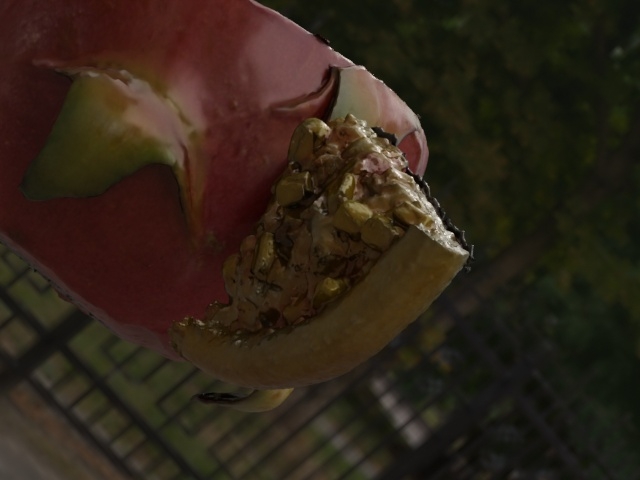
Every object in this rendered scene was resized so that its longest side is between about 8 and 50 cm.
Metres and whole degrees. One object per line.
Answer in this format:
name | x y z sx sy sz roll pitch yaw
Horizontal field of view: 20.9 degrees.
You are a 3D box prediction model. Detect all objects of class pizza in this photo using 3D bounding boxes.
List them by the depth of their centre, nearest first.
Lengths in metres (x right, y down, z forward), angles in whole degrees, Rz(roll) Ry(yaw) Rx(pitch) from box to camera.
pizza | 0.000 0.000 0.729 0.041 0.131 0.178 27 -20 -32

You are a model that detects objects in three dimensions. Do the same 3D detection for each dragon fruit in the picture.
dragon fruit | -0.099 -0.037 0.981 0.290 0.189 0.290 29 -12 7
